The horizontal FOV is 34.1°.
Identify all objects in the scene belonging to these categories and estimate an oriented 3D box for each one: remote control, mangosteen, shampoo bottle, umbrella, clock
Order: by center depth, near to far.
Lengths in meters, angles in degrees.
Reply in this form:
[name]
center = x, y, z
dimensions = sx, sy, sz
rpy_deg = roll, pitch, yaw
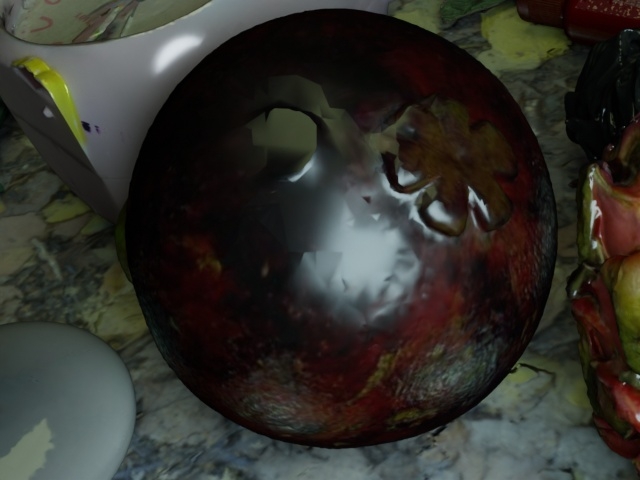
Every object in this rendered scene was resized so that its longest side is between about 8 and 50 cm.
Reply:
[remote control]
center = -0.271, 0.179, 0.730
dimensions = 0.221, 0.103, 0.332
rpy_deg = 12, 44, 34
[mangosteen]
center = 0.000, 0.000, 0.760
dimensions = 0.306, 0.306, 0.359
rpy_deg = -39, 6, -30
[umbrella]
center = 0.278, -0.114, 0.821
dimensions = 0.128, 0.336, 0.154
rpy_deg = 27, 89, 2
[clock]
center = -0.106, -0.185, 1.012
dimensions = 0.377, 0.250, 0.368
rpy_deg = -39, 46, -20
[shampoo bottle]
center = 0.359, -0.234, 1.093
dimensions = 0.314, 0.076, 0.118
rpy_deg = 20, 54, 33

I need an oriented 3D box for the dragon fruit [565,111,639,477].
[dragon fruit]
center = 0.302, 0.076, 0.622
dimensions = 0.296, 0.314, 0.263
rpy_deg = -3, 73, 36

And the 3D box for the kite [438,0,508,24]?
[kite]
center = 0.219, -0.343, 1.305
dimensions = 0.268, 0.013, 0.323
rpy_deg = 3, 40, 15

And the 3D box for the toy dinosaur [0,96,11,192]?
[toy dinosaur]
center = -0.398, -0.159, 1.183
dimensions = 0.120, 0.079, 0.292
rpy_deg = -9, 43, 6
